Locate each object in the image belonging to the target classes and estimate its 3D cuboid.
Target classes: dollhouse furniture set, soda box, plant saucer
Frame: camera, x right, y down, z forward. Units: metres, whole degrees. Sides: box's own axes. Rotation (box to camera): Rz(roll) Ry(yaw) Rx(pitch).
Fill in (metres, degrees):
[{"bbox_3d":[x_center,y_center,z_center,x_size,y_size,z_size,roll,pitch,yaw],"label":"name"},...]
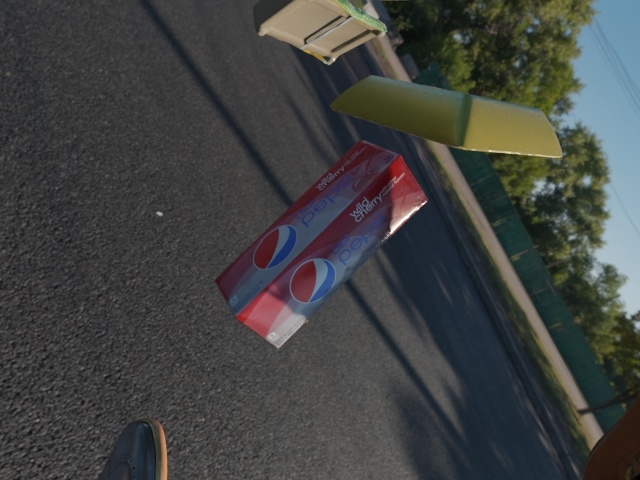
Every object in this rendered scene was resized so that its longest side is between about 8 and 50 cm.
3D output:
[{"bbox_3d":[0.026,-0.170,0.271,0.076,0.152,0.058,2,85,-41],"label":"dollhouse furniture set"},{"bbox_3d":[0.000,0.000,0.551,0.083,0.263,0.092,47,-3,-37],"label":"soda box"},{"bbox_3d":[0.244,-0.243,0.848,0.333,0.080,0.333,-4,26,-38],"label":"plant saucer"}]

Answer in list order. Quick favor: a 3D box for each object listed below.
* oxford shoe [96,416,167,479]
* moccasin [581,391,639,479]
[{"bbox_3d":[-0.336,0.441,0.656,0.133,0.130,0.363,42,43,-39],"label":"oxford shoe"},{"bbox_3d":[0.455,0.309,0.570,0.147,0.139,0.379,-79,179,-58],"label":"moccasin"}]
